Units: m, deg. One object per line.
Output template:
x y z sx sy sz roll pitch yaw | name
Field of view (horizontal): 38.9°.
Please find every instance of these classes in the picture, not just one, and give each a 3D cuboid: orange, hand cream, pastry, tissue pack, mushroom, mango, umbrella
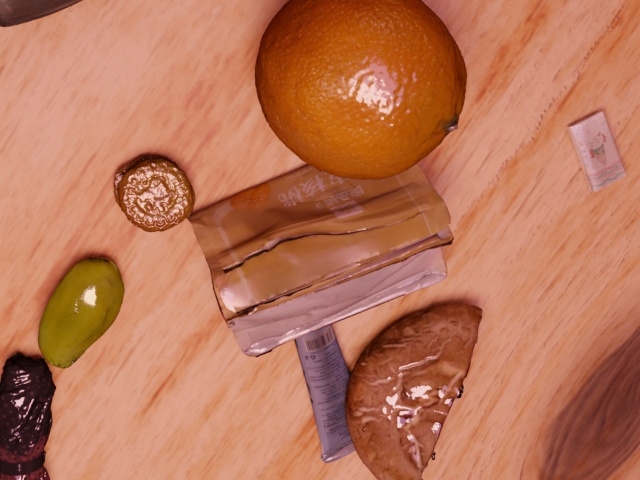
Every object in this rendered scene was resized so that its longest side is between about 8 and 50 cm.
0.053 -0.196 1.104 0.264 0.264 0.264 -3 104 -11 | orange
0.009 0.200 1.302 0.088 0.055 0.256 -24 109 -19 | hand cream
-0.219 -0.062 1.191 0.109 0.057 0.097 28 95 -17 | pastry
0.402 -0.129 1.315 0.056 0.023 0.108 -28 106 -4 | tissue pack
0.120 0.203 1.287 0.151 0.156 0.286 23 83 5 | mushroom
-0.319 0.099 1.200 0.091 0.074 0.165 24 98 -18 | mango
-0.406 0.315 1.226 0.090 0.094 0.326 10 101 14 | umbrella

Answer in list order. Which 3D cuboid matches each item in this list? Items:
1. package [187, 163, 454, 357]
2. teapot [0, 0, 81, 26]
0.004 0.000 1.172 0.311 0.165 0.221 -21 86 -6 | package
-0.328 -0.403 1.039 0.239 0.322 0.239 -15 147 -23 | teapot
